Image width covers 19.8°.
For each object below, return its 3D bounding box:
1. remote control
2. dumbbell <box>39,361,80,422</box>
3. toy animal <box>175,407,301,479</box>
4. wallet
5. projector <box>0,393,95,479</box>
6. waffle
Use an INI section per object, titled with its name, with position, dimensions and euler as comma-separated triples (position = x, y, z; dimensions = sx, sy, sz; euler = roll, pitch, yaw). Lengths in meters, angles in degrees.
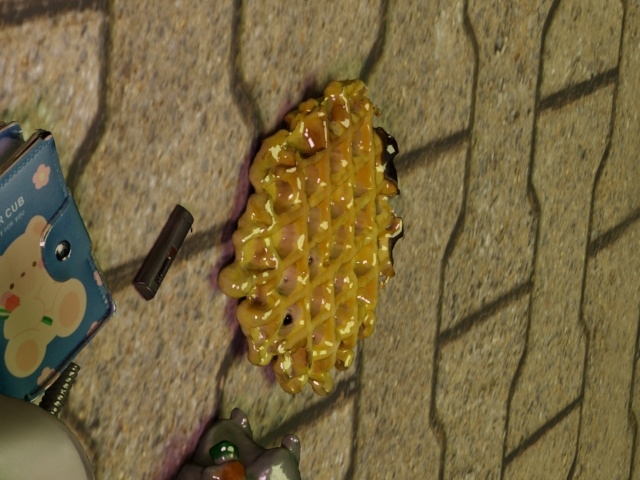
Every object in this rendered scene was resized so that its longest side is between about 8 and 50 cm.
[remote control]
position = -0.138, 0.012, 1.650
dimensions = 0.091, 0.016, 0.034
euler = -64, 145, -25
[dumbbell]
position = -0.251, 0.210, 1.451
dimensions = 0.254, 0.082, 0.081
euler = -66, 151, -19
[toy animal]
position = -0.105, 0.267, 1.720
dimensions = 0.236, 0.108, 0.138
euler = -51, 143, -39
[wallet]
position = -0.237, 0.019, 1.422
dimensions = 0.141, 0.059, 0.202
euler = -48, 139, -33
[projector]
position = -0.315, 0.230, 1.158
dimensions = 0.249, 0.248, 0.248
euler = -17, 116, -59
[waffle]
position = 0.003, 0.001, 1.865
dimensions = 0.307, 0.060, 0.312
euler = -62, 149, -22
